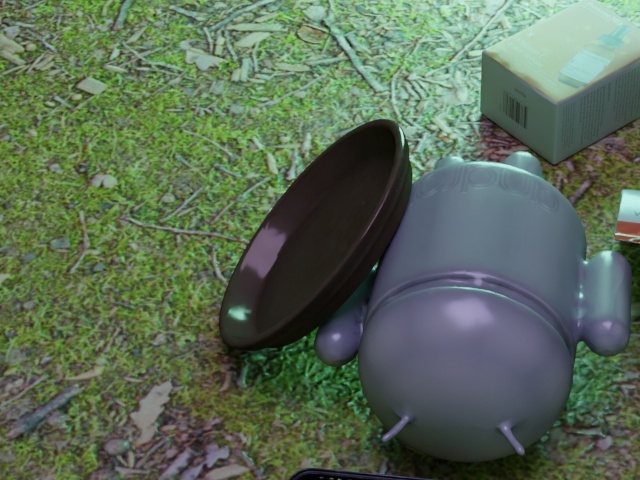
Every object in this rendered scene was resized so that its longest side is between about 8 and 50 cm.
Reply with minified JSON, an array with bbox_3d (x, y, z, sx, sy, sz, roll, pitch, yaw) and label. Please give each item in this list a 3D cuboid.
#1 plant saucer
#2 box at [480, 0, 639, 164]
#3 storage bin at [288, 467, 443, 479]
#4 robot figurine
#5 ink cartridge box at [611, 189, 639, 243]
[{"bbox_3d":[0.000,0.000,1.795,0.041,0.278,0.278,37,41,-18],"label":"plant saucer"},{"bbox_3d":[0.287,-0.185,2.061,0.170,0.091,0.130,-29,48,-25],"label":"box"},{"bbox_3d":[0.054,0.277,1.572,0.180,0.084,0.122,5,43,8],"label":"storage bin"},{"bbox_3d":[0.145,0.066,1.713,0.300,0.200,0.353,-6,40,18],"label":"robot figurine"},{"bbox_3d":[0.390,-0.016,1.802,0.189,0.066,0.232,8,-1,11],"label":"ink cartridge box"}]
